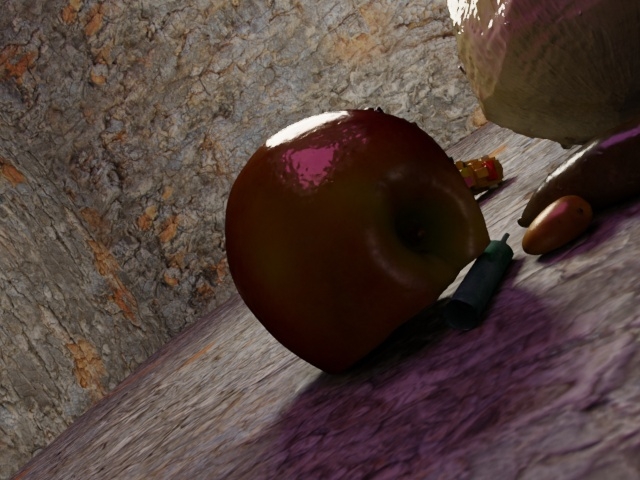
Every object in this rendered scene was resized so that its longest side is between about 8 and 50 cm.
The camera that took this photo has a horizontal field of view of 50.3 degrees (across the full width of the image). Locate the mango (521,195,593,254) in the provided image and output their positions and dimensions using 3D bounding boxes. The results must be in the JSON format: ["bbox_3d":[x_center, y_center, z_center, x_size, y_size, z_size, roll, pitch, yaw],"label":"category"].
[{"bbox_3d":[0.257,-0.013,0.750,0.060,0.046,0.089,-38,-8,-50],"label":"mango"}]

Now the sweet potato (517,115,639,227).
[{"bbox_3d":[0.350,-0.107,0.736,0.346,0.079,0.108,-38,13,27],"label":"sweet potato"}]

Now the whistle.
[{"bbox_3d":[0.183,0.041,0.766,0.039,0.039,0.186,-33,5,36],"label":"whistle"}]

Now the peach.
[{"bbox_3d":[0.000,0.000,0.894,0.243,0.306,0.380,-31,-2,-23],"label":"peach"}]

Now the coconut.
[{"bbox_3d":[0.396,-0.313,1.003,0.405,0.404,0.404,-35,4,3],"label":"coconut"}]

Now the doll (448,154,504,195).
[{"bbox_3d":[0.274,-0.115,1.372,0.187,0.106,0.134,-18,-6,14],"label":"doll"}]
